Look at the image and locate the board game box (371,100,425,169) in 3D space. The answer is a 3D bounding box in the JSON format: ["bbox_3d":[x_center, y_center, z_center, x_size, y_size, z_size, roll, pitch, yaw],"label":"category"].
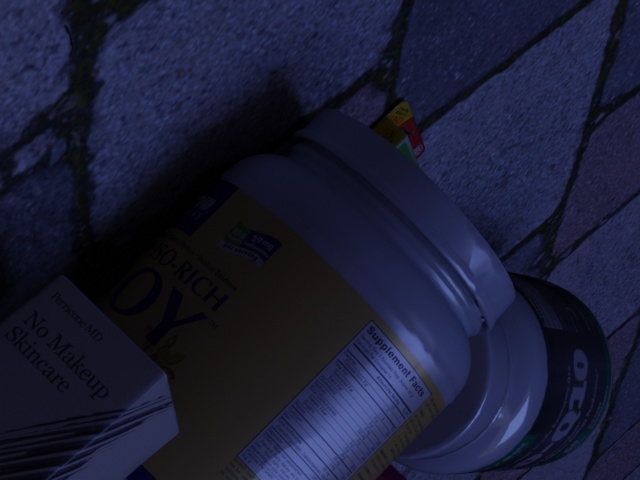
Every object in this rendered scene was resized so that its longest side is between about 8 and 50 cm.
[{"bbox_3d":[0.000,0.000,1.671,0.259,0.039,0.124,-48,160,-7],"label":"board game box"}]

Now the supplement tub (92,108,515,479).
[{"bbox_3d":[-0.042,0.089,1.452,0.331,0.241,0.241,-45,159,-9],"label":"supplement tub"}]

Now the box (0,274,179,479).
[{"bbox_3d":[-0.227,0.156,1.250,0.275,0.113,0.094,-42,157,-19],"label":"box"}]

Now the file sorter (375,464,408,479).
[{"bbox_3d":[-0.068,0.292,1.808,0.182,0.202,0.291,-31,153,-35],"label":"file sorter"}]

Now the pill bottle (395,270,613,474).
[{"bbox_3d":[0.144,0.125,1.924,0.204,0.204,0.361,-53,158,12],"label":"pill bottle"}]
